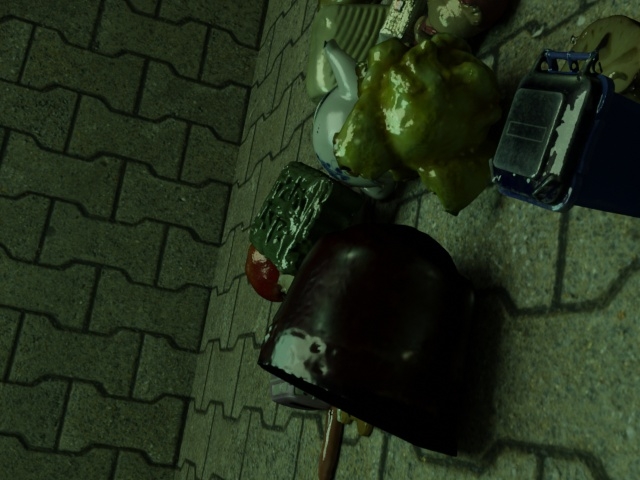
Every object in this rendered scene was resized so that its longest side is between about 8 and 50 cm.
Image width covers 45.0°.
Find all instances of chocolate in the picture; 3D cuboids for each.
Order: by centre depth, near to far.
[{"bbox_3d":[0.110,0.145,1.339,0.331,0.384,0.384,-63,15,-15],"label":"chocolate"}]

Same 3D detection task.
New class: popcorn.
[{"bbox_3d":[0.210,-0.207,1.391,0.290,0.321,0.325,-44,50,29],"label":"popcorn"}]

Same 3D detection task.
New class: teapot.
[{"bbox_3d":[0.086,-0.256,1.725,0.280,0.252,0.424,42,159,39],"label":"teapot"}]

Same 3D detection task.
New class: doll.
[{"bbox_3d":[0.267,-0.453,1.544,0.256,0.152,0.196,-47,42,50],"label":"doll"}]

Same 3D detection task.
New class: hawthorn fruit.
[{"bbox_3d":[-0.118,0.098,2.234,0.196,0.197,0.225,-54,44,48],"label":"hawthorn fruit"}]

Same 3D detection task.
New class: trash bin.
[{"bbox_3d":[0.346,-0.112,0.930,0.162,0.235,0.183,-138,63,-68],"label":"trash bin"}]

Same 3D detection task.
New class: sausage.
[{"bbox_3d":[0.022,0.465,1.764,0.047,0.040,0.176,165,116,-68],"label":"sausage"}]

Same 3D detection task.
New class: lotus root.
[{"bbox_3d":[0.403,-0.232,1.108,0.261,0.075,0.170,179,105,-73],"label":"lotus root"}]

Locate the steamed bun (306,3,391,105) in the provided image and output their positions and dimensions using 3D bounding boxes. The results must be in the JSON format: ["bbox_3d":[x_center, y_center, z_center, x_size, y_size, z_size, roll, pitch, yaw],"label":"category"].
[{"bbox_3d":[0.094,-0.430,1.942,0.272,0.274,0.290,112,171,-75],"label":"steamed bun"}]

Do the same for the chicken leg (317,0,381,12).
[{"bbox_3d":[0.152,-0.678,1.970,0.429,0.153,0.201,-25,66,39],"label":"chicken leg"}]

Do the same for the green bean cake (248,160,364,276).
[{"bbox_3d":[-0.039,-0.045,1.784,0.241,0.132,0.255,-60,30,5],"label":"green bean cake"}]

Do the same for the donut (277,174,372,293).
[{"bbox_3d":[0.000,0.000,2.009,0.383,0.143,0.382,-166,90,-71],"label":"donut"}]

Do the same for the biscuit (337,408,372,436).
[{"bbox_3d":[0.094,0.338,1.657,0.240,0.035,0.158,164,116,-69],"label":"biscuit"}]

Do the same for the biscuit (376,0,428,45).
[{"bbox_3d":[0.233,-0.548,1.703,0.079,0.186,0.309,29,109,32],"label":"biscuit"}]

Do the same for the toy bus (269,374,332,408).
[{"bbox_3d":[-0.028,0.331,1.857,0.202,0.142,0.142,145,141,-64],"label":"toy bus"}]
